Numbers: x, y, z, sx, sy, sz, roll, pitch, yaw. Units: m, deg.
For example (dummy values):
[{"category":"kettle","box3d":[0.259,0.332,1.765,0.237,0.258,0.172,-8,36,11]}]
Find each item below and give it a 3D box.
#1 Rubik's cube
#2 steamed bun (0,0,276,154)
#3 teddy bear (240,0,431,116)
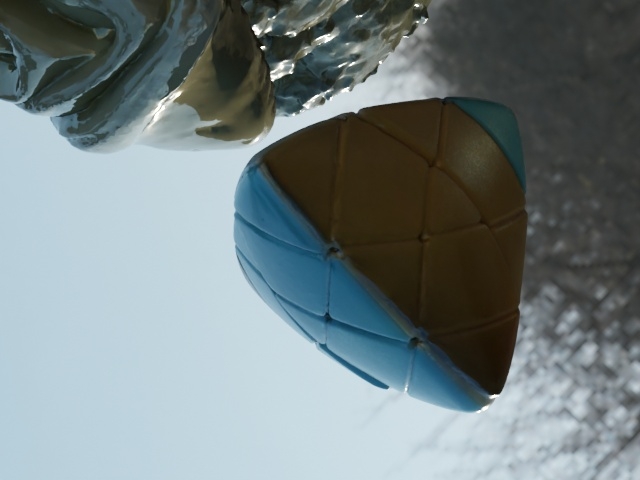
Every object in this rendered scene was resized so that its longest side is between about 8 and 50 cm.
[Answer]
[{"category":"Rubik's cube","box3d":[0.000,0.000,1.226,0.254,0.254,0.254,39,-167,-11]},{"category":"steamed bun","box3d":[-0.189,-0.200,1.226,0.324,0.219,0.309,74,171,-69]},{"category":"teddy bear","box3d":[-0.014,-0.280,1.594,0.224,0.357,0.367,32,173,17]}]
